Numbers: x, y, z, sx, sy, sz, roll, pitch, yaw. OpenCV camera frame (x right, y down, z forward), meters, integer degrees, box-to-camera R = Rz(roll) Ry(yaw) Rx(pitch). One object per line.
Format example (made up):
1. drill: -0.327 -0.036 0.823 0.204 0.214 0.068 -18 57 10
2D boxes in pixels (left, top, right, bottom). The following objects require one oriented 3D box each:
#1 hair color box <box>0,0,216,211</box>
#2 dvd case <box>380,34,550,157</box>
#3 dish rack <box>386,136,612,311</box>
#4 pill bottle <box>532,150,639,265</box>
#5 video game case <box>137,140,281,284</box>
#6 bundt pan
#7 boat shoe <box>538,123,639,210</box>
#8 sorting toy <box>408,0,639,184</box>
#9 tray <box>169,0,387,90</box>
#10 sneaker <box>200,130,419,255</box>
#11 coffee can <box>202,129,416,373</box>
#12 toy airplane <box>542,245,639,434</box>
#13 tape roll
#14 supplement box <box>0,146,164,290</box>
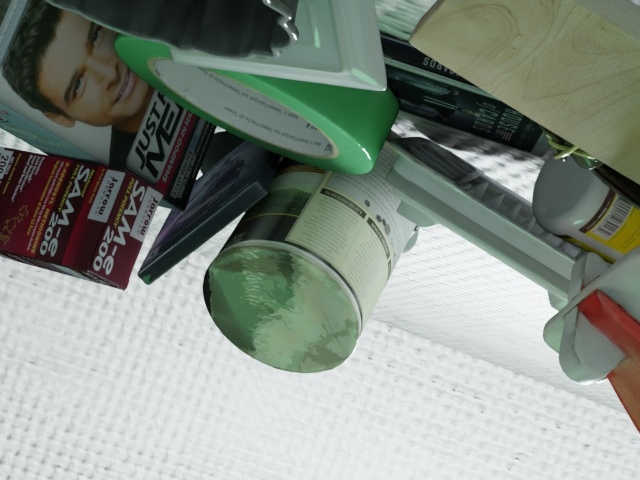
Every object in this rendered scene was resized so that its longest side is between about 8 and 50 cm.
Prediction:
1. hair color box: -0.273 -0.188 1.776 0.114 0.185 0.374 14 169 35
2. dvd case: 0.145 -0.158 1.617 0.239 0.029 0.179 19 171 3
3. dish rack: 0.223 -0.008 1.746 0.333 0.072 0.285 32 -170 8
4. pill bottle: 0.352 -0.027 1.687 0.215 0.117 0.117 25 169 -30
5. video game case: -0.127 -0.059 1.886 0.026 0.196 0.274 48 -161 -14
6. bundt pan: -0.154 -0.275 1.259 0.331 0.124 0.331 19 170 4
7. boat shoe: 0.277 -0.109 1.451 0.305 0.091 0.109 27 167 -41
8. sorting toy: 0.226 -0.159 1.182 0.255 0.089 0.257 31 168 -5
9. tray: -0.063 -0.217 1.420 0.270 0.030 0.145 12 126 36
10. sneaker: -0.010 -0.097 2.057 0.331 0.122 0.146 19 152 5
11. coffee can: 0.000 0.000 1.849 0.202 0.275 0.201 14 133 15
12. toy airplane: 0.402 0.152 1.467 0.272 0.386 0.384 -22 158 27
13. tape roll: -0.072 -0.179 1.673 0.321 0.077 0.321 25 172 4
14. supplement box: -0.311 -0.029 1.785 0.239 0.130 0.073 11 167 39
